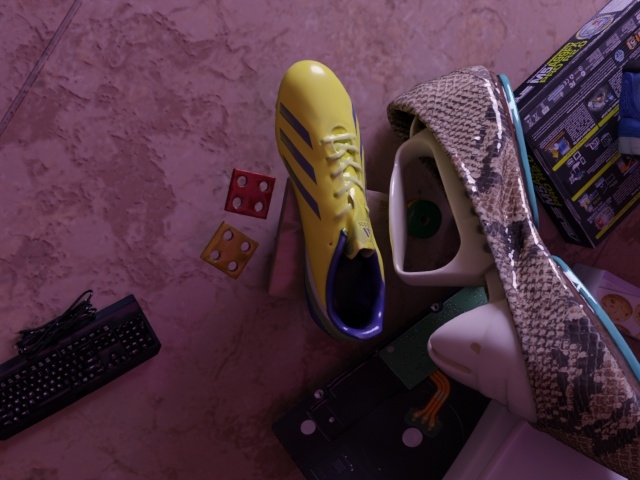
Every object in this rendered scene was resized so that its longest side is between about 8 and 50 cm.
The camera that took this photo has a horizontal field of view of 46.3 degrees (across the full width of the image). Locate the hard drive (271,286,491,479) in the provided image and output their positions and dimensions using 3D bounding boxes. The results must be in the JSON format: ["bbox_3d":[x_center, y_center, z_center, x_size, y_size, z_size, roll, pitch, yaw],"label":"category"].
[{"bbox_3d":[0.146,0.201,0.842,0.338,0.237,0.064,-36,144,-12],"label":"hard drive"}]

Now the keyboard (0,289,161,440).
[{"bbox_3d":[-0.265,0.125,0.766,0.192,0.038,0.100,-30,109,-15],"label":"keyboard"}]

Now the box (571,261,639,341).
[{"bbox_3d":[0.473,0.120,1.042,0.323,0.063,0.067,25,91,-23],"label":"box"}]

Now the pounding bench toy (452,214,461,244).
[{"bbox_3d":[0.207,-0.001,0.904,0.052,0.083,0.065,-17,104,-18],"label":"pounding bench toy"}]

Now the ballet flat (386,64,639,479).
[{"bbox_3d":[0.170,0.030,0.757,0.181,0.483,0.164,-16,150,1],"label":"ballet flat"}]

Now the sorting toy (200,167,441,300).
[{"bbox_3d":[0.000,0.000,0.843,0.274,0.046,0.133,8,96,-23],"label":"sorting toy"}]

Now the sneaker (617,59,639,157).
[{"bbox_3d":[0.501,-0.206,0.893,0.329,0.129,0.147,-19,107,-15],"label":"sneaker"}]

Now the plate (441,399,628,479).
[{"bbox_3d":[0.235,0.288,0.697,0.277,0.278,0.045,-49,154,-20],"label":"plate"}]

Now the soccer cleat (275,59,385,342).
[{"bbox_3d":[0.021,-0.036,0.752,0.093,0.121,0.289,-12,103,-19],"label":"soccer cleat"}]

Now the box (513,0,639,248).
[{"bbox_3d":[0.370,-0.158,0.955,0.270,0.060,0.216,-43,112,-9],"label":"box"}]
